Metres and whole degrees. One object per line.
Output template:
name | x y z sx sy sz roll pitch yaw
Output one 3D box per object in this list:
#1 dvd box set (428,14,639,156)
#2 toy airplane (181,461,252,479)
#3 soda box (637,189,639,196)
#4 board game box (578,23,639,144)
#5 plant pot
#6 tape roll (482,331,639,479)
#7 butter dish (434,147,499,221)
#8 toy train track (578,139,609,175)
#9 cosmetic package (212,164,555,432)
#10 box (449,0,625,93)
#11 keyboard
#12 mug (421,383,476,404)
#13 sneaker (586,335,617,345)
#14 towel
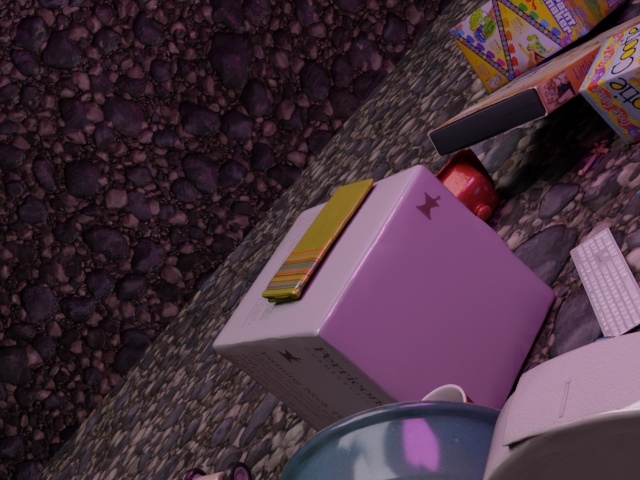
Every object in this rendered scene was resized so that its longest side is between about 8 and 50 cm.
dvd box set | 0.448 -0.309 1.677 0.420 0.062 0.307 -33 7 -31
toy airplane | -0.245 0.568 1.431 0.384 0.273 0.386 -19 0 -8
soda box | 0.386 -0.049 0.740 0.067 0.071 0.210 -44 14 -24
board game box | 0.590 -0.286 1.398 0.275 0.142 0.144 -20 34 58
plant pot | 0.120 0.398 0.850 0.341 0.341 0.334 -41 27 26
tape roll | 0.308 0.212 0.618 0.392 0.392 0.072 -31 24 45
butter dish | 0.298 -0.077 1.720 0.160 0.160 0.118 -46 41 0
toy train track | 0.496 -0.154 1.565 0.083 0.014 0.048 -52 17 -8
cosmetic package | 0.094 0.133 1.415 0.327 0.329 0.393 -56 18 -25
box | 0.498 -0.513 1.927 0.279 0.177 0.290 -29 8 47
keyboard | 0.429 0.060 1.277 0.072 0.014 0.256 -42 19 22
mug | 0.189 0.292 1.113 0.150 0.169 0.113 -43 18 20
sneaker | 0.347 0.212 1.087 0.191 0.071 0.083 -59 24 -2
towel | 0.000 0.000 1.342 0.102 0.021 0.237 -8 42 57
